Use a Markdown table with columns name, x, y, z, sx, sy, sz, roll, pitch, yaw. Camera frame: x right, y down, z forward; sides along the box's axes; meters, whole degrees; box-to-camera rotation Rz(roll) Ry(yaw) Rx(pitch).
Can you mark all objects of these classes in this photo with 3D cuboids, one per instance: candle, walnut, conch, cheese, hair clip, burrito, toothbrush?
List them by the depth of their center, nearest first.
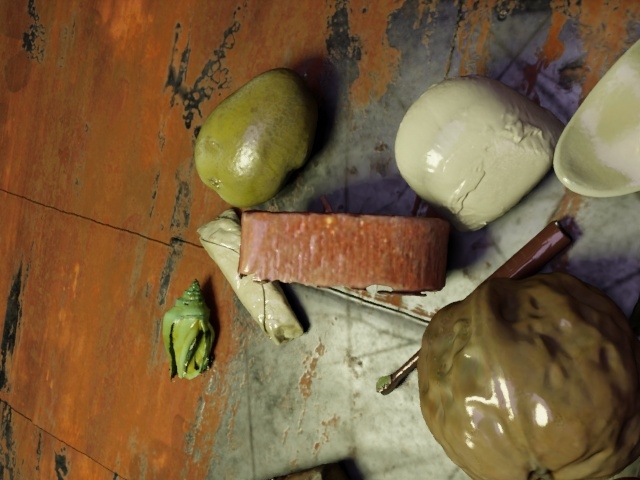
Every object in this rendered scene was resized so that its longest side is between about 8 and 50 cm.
| name | x | y | z | sx | sy | sz | roll | pitch | yaw |
| --- | --- | --- | --- | --- | --- | --- | --- | --- | --- |
| hair clip | 0.407 | -0.155 | 0.688 | 0.282 | 0.113 | 0.172 | -40 | 70 | 23 |
| walnut | 0.242 | 0.160 | 0.703 | 0.227 | 0.273 | 0.273 | 26 | 106 | -15 |
| cheese | 0.197 | -0.125 | 0.782 | 0.198 | 0.189 | 0.154 | -49 | 36 | 19 |
| candle | 0.000 | 0.000 | 0.822 | 0.317 | 0.287 | 0.131 | 3 | 91 | 46 |
| toothbrush | 0.207 | 0.107 | 0.843 | 0.364 | 0.041 | 0.041 | -47 | 67 | 21 |
| burrito | -0.123 | 0.063 | 1.029 | 0.082 | 0.059 | 0.275 | -38 | 70 | 9 |
| conch | -0.243 | 0.171 | 1.089 | 0.095 | 0.079 | 0.200 | 3 | 107 | 18 |

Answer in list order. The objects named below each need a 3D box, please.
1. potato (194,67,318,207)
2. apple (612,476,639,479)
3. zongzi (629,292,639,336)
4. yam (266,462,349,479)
| name | x | y | z | sx | sy | sz | roll | pitch | yaw |
| --- | --- | --- | --- | --- | --- | --- | --- | --- | --- |
| potato | -0.099 | -0.174 | 0.966 | 0.174 | 0.159 | 0.251 | 42 | 101 | 0 |
| apple | 0.309 | 0.404 | 0.556 | 0.288 | 0.288 | 0.316 | -32 | 87 | 26 |
| zongzi | 0.405 | 0.054 | 0.722 | 0.119 | 0.055 | 0.109 | -29 | 72 | 38 |
| yam | -0.076 | 0.453 | 0.956 | 0.280 | 0.131 | 0.131 | -27 | 75 | 26 |
